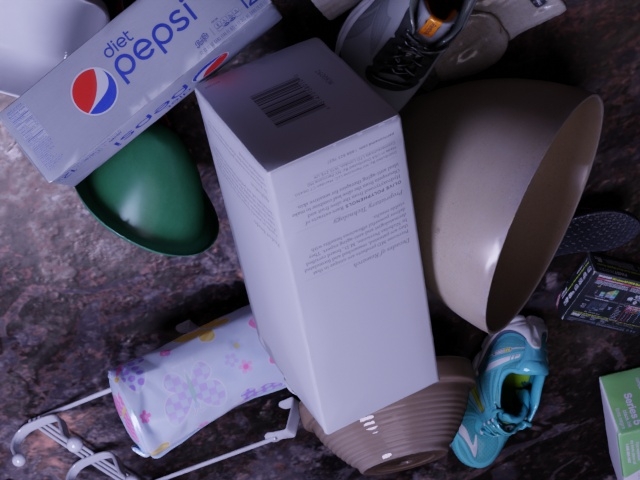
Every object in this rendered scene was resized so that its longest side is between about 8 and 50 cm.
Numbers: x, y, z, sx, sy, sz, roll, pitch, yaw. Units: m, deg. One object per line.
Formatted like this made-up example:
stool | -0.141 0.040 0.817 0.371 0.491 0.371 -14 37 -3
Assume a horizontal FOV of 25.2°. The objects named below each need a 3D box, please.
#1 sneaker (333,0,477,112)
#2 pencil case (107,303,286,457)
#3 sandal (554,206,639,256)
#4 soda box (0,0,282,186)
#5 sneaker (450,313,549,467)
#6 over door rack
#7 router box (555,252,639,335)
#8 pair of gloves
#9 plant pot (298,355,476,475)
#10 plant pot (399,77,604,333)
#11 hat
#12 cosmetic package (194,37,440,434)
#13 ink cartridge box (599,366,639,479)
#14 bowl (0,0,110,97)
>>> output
sneaker | 0.089 -0.215 1.458 0.100 0.108 0.271 13 130 -18
pencil case | -0.123 0.162 1.764 0.273 0.113 0.124 -24 107 -15
sandal | 0.308 -0.014 1.788 0.179 0.040 0.067 -14 130 24
soda box | -0.179 -0.177 1.443 0.286 0.098 0.091 -39 87 4
sneaker | 0.239 0.222 1.943 0.107 0.110 0.275 4 133 -13
over door rack | -0.220 0.270 1.924 0.324 0.108 0.239 -32 130 20
router box | 0.382 0.071 1.871 0.122 0.038 0.092 13 130 -20
pair of gloves | 0.117 -0.271 1.509 0.204 0.042 0.240 -36 126 24
plant pot | 0.097 0.239 1.872 0.237 0.109 0.237 -13 161 -5
plant pot | 0.165 -0.063 1.589 0.191 0.284 0.284 25 136 20
hat | -0.158 -0.109 1.532 0.208 0.173 0.183 20 126 -27
cosmetic package | 0.000 0.000 1.521 0.155 0.197 0.365 -25 132 -14
ink cartridge box | 0.546 0.259 2.019 0.273 0.114 0.198 -14 133 5
bowl | -0.298 -0.216 1.492 0.142 0.053 0.142 14 129 -20
